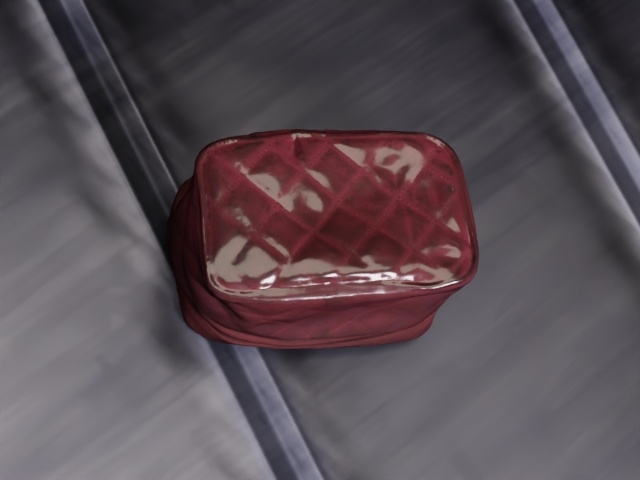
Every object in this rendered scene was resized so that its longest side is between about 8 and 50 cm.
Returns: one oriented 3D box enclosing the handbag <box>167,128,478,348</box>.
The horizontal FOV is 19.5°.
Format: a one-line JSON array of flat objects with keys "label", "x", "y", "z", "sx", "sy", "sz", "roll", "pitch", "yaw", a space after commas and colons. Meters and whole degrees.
[{"label": "handbag", "x": 0.000, "y": 0.000, "z": 1.389, "sx": 0.225, "sy": 0.135, "sz": 0.146, "roll": -3, "pitch": 71, "yaw": -13}]
